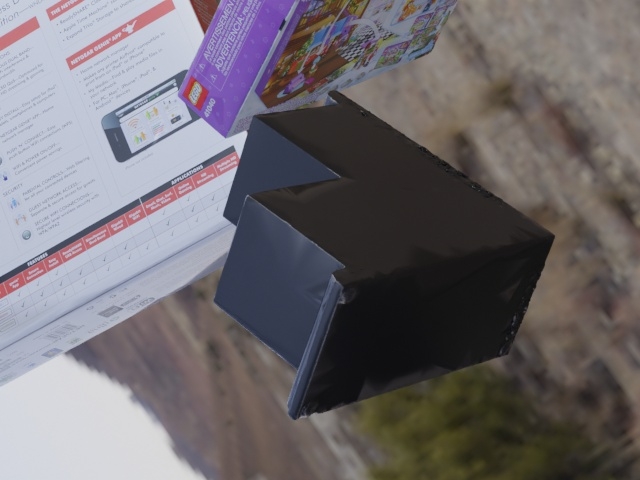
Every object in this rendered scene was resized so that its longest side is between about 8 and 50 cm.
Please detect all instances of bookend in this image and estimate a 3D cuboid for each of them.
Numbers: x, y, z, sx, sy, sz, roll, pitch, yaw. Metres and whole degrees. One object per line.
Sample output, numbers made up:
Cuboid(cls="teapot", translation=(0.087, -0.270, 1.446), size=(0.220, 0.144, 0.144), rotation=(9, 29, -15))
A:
Cuboid(cls="bookend", translation=(0.000, 0.000, 0.864), size=(0.156, 0.072, 0.157), rotation=(36, -149, 32))

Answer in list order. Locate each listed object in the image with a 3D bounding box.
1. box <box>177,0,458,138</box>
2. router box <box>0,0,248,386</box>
Cuboid(cls="box", translation=(0.033, -0.204, 1.364), size=(0.057, 0.201, 0.293), rotation=(41, -144, 16))
Cuboid(cls="router box", translation=(-0.217, -0.079, 1.546), size=(0.301, 0.335, 0.082), rotation=(67, -165, 18))
